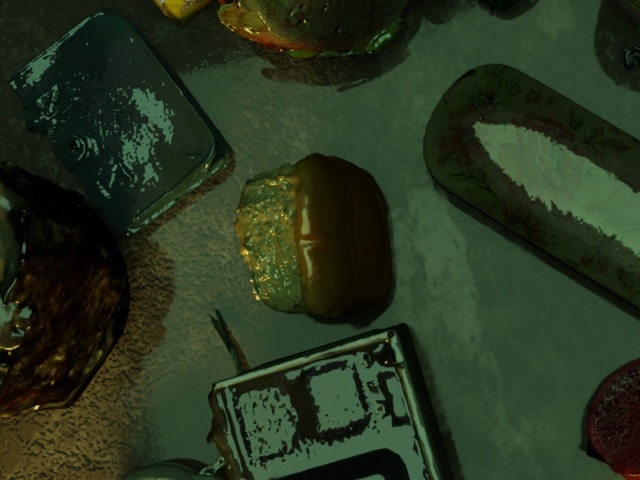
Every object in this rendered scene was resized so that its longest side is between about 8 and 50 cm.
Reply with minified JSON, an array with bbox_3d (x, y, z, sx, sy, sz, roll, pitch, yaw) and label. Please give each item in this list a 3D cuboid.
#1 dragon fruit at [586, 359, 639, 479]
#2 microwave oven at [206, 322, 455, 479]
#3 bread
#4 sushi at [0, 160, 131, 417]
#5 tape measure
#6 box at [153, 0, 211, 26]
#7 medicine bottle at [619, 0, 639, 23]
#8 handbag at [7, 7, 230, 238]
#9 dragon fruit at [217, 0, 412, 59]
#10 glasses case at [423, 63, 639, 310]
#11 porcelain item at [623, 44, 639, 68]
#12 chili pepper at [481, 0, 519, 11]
[{"bbox_3d":[0.366,0.211,1.461,0.153,0.153,0.111,-39,122,2],"label":"dragon fruit"},{"bbox_3d":[0.033,0.282,1.400,0.218,0.286,0.355,-17,87,6],"label":"microwave oven"},{"bbox_3d":[0.000,0.000,1.449,0.121,0.245,0.174,-14,82,16],"label":"bread"},{"bbox_3d":[-0.385,0.045,1.459,0.299,0.294,0.281,13,90,13],"label":"sushi"},{"bbox_3d":[-0.164,0.240,1.523,0.163,0.084,0.331,1,86,3],"label":"tape measure"},{"bbox_3d":[-0.125,-0.397,1.571,0.265,0.097,0.168,-40,82,2],"label":"box"},{"bbox_3d":[0.374,-0.296,1.427,0.139,0.237,0.139,0,89,5],"label":"medicine bottle"},{"bbox_3d":[-0.235,-0.134,1.577,0.179,0.062,0.229,-37,81,2],"label":"handbag"},{"bbox_3d":[-0.001,-0.316,1.483,0.295,0.130,0.268,8,115,-28],"label":"dragon fruit"},{"bbox_3d":[0.307,-0.037,1.484,0.425,0.098,0.157,32,94,9],"label":"glasses case"},{"bbox_3d":[0.409,-0.197,1.525,0.136,0.021,0.075,-18,83,5],"label":"porcelain item"},{"bbox_3d":[0.165,-0.344,1.550,0.216,0.062,0.108,33,89,11],"label":"chili pepper"}]
